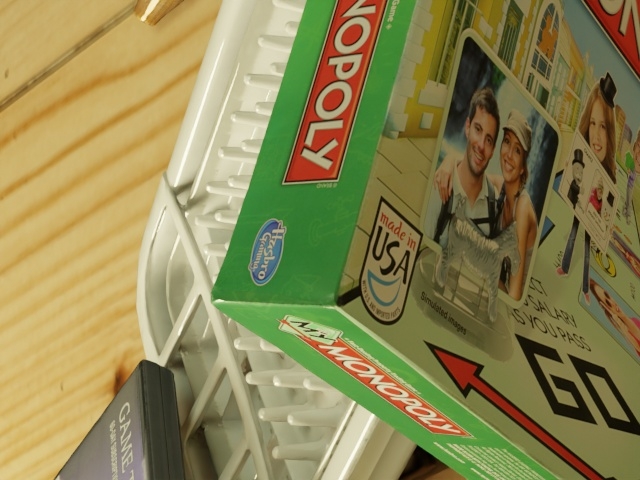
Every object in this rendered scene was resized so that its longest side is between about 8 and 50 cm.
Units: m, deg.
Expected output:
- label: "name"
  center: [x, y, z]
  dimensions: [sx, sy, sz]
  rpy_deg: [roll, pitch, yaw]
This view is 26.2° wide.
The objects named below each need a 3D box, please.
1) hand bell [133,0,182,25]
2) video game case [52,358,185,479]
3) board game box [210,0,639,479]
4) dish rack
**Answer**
- label: "hand bell"
  center: [-0.063, -0.256, 0.989]
  dimensions: [0.242, 0.126, 0.126]
  rpy_deg: [-55, 40, 19]
- label: "video game case"
  center: [-0.152, 0.219, 0.722]
  dimensions: [0.274, 0.026, 0.196]
  rpy_deg: [-51, 26, 20]
- label: "board game box"
  center: [0.097, -0.009, 0.498]
  dimensions: [0.046, 0.317, 0.214]
  rpy_deg: [0, 64, 37]
- label: "dish rack"
  center: [0.000, 0.000, 0.679]
  dimensions: [0.286, 0.072, 0.333]
  rpy_deg: [-112, 35, -44]
